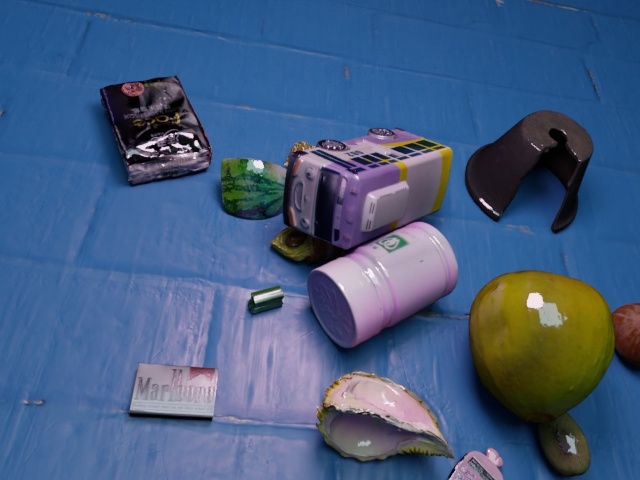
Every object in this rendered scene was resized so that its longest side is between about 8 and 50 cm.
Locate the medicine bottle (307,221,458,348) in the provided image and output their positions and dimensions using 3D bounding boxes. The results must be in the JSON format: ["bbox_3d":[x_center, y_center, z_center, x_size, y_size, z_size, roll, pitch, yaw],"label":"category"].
[{"bbox_3d":[0.154,0.103,1.418,0.326,0.212,0.212,-25,64,-26],"label":"medicine bottle"}]

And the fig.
[{"bbox_3d":[0.503,0.239,1.336,0.344,0.343,0.343,6,54,-9],"label":"fig"}]

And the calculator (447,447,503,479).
[{"bbox_3d":[0.343,0.527,1.274,0.166,0.024,0.103,-35,68,-28],"label":"calculator"}]

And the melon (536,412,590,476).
[{"bbox_3d":[0.556,0.458,1.327,0.099,0.099,0.162,-2,52,-14],"label":"melon"}]

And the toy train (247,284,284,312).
[{"bbox_3d":[-0.132,0.143,1.418,0.093,0.056,0.038,-13,57,-22],"label":"toy train"}]

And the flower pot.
[{"bbox_3d":[0.661,-0.242,1.763,0.380,0.251,0.379,5,53,-7],"label":"flower pot"}]

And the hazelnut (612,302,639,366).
[{"bbox_3d":[0.845,0.249,1.505,0.182,0.182,0.182,6,54,-9],"label":"hazelnut"}]

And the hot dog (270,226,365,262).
[{"bbox_3d":[-0.001,-0.005,1.532,0.262,0.093,0.123,-7,57,-18],"label":"hot dog"}]

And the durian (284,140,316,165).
[{"bbox_3d":[-0.024,-0.233,1.681,0.146,0.102,0.208,34,21,-18],"label":"durian"}]

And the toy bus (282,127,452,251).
[{"bbox_3d":[0.132,-0.141,1.493,0.249,0.209,0.440,29,34,35],"label":"toy bus"}]

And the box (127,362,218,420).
[{"bbox_3d":[-0.317,0.328,1.257,0.178,0.035,0.115,6,53,-9],"label":"box"}]

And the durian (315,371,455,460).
[{"bbox_3d":[0.134,0.371,1.267,0.305,0.185,0.195,15,34,-7],"label":"durian"}]

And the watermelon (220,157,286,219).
[{"bbox_3d":[-0.167,-0.130,1.588,0.231,0.128,0.146,9,72,-10],"label":"watermelon"}]

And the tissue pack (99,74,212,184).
[{"bbox_3d":[-0.466,-0.325,1.637,0.245,0.123,0.332,-16,60,-20],"label":"tissue pack"}]
